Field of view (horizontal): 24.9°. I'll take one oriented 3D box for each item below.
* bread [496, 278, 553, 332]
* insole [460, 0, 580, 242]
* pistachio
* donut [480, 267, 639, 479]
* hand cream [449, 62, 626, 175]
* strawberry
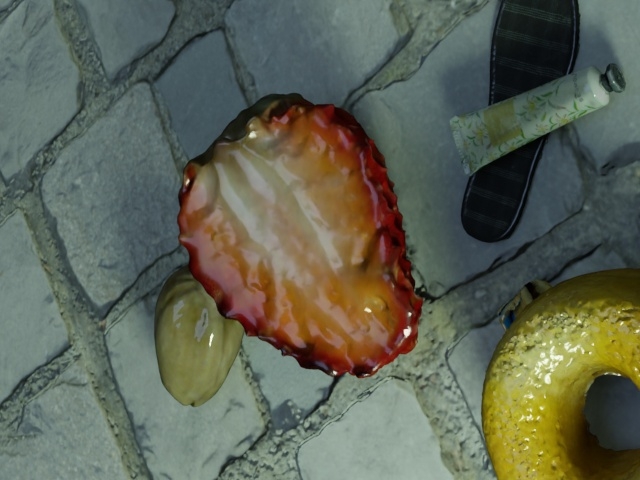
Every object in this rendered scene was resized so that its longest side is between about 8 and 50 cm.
[{"bbox_3d":[0.228,0.095,1.448,0.072,0.053,0.106,-49,60,38],"label":"bread"},{"bbox_3d":[0.205,-0.150,1.519,0.110,0.012,0.309,20,98,39],"label":"insole"},{"bbox_3d":[-0.149,0.112,1.735,0.126,0.108,0.186,-150,66,-62],"label":"pistachio"},{"bbox_3d":[0.264,0.165,1.332,0.277,0.108,0.278,1,93,27],"label":"donut"},{"bbox_3d":[0.217,-0.129,1.476,0.194,0.042,0.067,-23,80,32],"label":"hand cream"},{"bbox_3d":[0.000,0.000,1.604,0.265,0.149,0.336,-43,70,21],"label":"strawberry"}]
